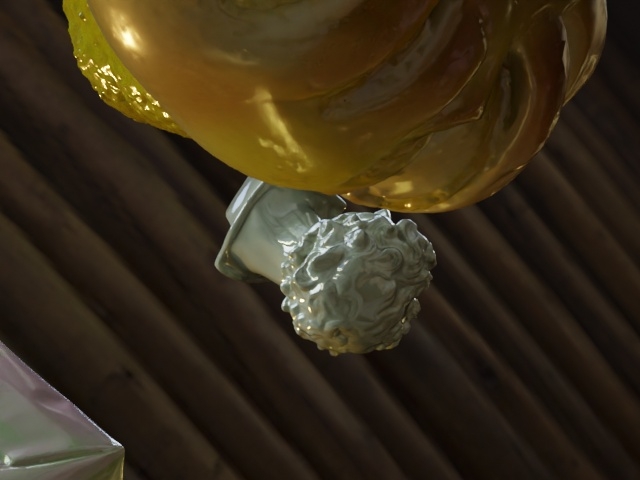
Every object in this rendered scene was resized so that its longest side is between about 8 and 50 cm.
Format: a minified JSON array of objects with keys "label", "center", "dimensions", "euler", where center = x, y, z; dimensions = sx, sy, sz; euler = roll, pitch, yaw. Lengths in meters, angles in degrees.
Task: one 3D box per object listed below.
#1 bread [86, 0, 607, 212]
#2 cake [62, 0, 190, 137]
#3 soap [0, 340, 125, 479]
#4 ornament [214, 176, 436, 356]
[{"label":"bread","center":[0.021,-0.109,0.465],"dimensions":[0.213,0.105,0.213],"euler":[1,-92,-51]},{"label":"cake","center":[-0.022,-0.176,0.982],"dimensions":[0.260,0.156,0.179],"euler":[-31,-56,-29]},{"label":"soap","center":[-0.219,0.189,0.918],"dimensions":[0.138,0.199,0.182],"euler":[31,-138,30]},{"label":"ornament","center":[-0.012,0.009,1.397],"dimensions":[0.120,0.130,0.285],"euler":[21,-175,-32]}]
